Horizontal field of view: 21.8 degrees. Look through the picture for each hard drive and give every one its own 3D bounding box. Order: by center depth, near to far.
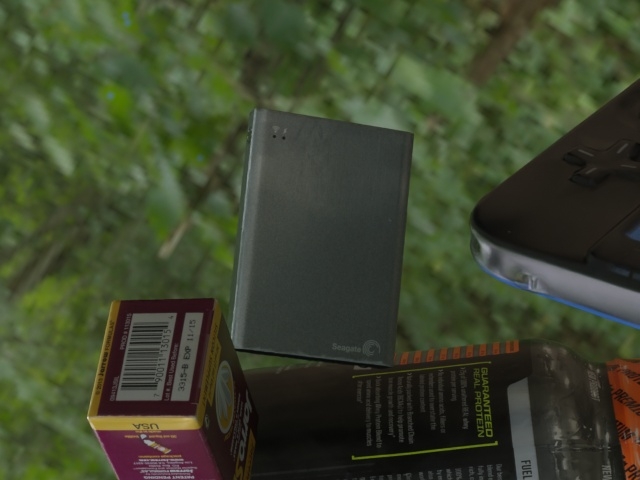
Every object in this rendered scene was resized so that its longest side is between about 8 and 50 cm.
[{"bbox_3d":[0.000,0.000,0.925,0.094,0.135,0.022,8,171,-16],"label":"hard drive"}]

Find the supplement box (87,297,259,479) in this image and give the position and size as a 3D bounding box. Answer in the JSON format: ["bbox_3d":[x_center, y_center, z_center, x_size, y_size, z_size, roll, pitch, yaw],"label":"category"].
[{"bbox_3d":[-0.054,0.067,0.632,0.043,0.083,0.055,-2,-127,10],"label":"supplement box"}]

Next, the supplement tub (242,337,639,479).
[{"bbox_3d":[0.076,0.181,1.189,0.338,0.207,0.207,-6,-165,8],"label":"supplement tub"}]

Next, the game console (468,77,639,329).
[{"bbox_3d":[0.226,-0.077,0.562,0.293,0.173,0.250,18,-141,37],"label":"game console"}]
